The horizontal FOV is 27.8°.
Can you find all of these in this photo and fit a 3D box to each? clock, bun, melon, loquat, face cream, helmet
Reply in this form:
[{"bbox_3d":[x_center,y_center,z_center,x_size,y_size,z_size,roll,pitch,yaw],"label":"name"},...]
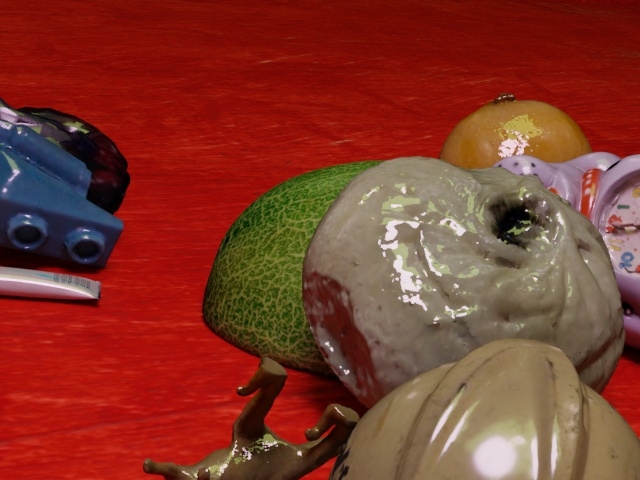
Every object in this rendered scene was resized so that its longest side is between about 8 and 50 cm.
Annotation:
[{"bbox_3d":[0.224,-0.006,1.048,0.253,0.189,0.189,10,17,31],"label":"clock"},{"bbox_3d":[0.098,0.032,0.838,0.221,0.108,0.221,11,60,-19],"label":"bun"},{"bbox_3d":[0.000,0.000,1.000,0.169,0.129,0.265,5,19,3],"label":"melon"},{"bbox_3d":[0.182,-0.056,1.208,0.163,0.163,0.137,-1,-3,-23],"label":"loquat"},{"bbox_3d":[-0.223,0.032,0.981,0.115,0.020,0.038,5,17,-10],"label":"face cream"},{"bbox_3d":[0.092,0.118,0.647,0.204,0.137,0.257,11,18,12],"label":"helmet"}]

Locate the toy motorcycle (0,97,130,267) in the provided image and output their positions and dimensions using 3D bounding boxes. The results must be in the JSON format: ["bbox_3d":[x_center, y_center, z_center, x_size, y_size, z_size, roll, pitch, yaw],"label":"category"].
[{"bbox_3d":[-0.346,-0.058,0.998,0.416,0.172,0.232,16,36,-25],"label":"toy motorcycle"}]

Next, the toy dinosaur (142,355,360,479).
[{"bbox_3d":[-0.029,0.127,0.706,0.162,0.126,0.039,27,22,-49],"label":"toy dinosaur"}]
